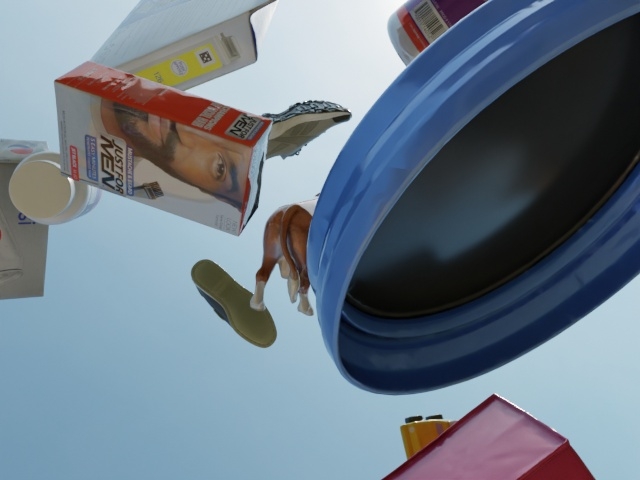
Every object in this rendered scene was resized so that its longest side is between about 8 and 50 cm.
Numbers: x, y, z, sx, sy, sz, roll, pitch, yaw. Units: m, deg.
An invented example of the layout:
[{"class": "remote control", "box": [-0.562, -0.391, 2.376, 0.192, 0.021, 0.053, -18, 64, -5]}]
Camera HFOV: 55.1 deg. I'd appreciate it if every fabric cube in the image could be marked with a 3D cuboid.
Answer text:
[{"class": "fabric cube", "box": [0.268, 0.422, 0.875, 0.259, 0.254, 0.258, -36, -86, -4]}]

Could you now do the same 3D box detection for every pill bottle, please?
[{"class": "pill bottle", "box": [-0.394, -0.079, 0.916, 0.108, 0.193, 0.108, -1, -83, -10]}, {"class": "pill bottle", "box": [0.271, -0.364, 0.926, 0.181, 0.323, 0.181, 41, -153, -27]}]

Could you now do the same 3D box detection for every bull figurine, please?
[{"class": "bull figurine", "box": [0.000, 0.000, 0.938, 0.310, 0.101, 0.188, -16, -59, -62]}]

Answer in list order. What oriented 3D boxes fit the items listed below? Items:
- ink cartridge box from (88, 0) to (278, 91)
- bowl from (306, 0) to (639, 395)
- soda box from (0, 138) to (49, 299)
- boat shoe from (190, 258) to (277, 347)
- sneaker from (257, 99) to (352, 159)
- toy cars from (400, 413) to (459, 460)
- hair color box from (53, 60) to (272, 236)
[{"class": "ink cartridge box", "box": [-0.131, -0.291, 0.787, 0.303, 0.307, 0.072, -82, -26, -50]}, {"class": "bowl", "box": [0.166, -0.026, 0.483, 0.391, 0.391, 0.077, -4, -135, -33]}, {"class": "soda box", "box": [-0.536, -0.032, 1.081, 0.098, 0.286, 0.091, -1, -145, -32]}, {"class": "boat shoe", "box": [-0.176, 0.132, 1.265, 0.081, 0.068, 0.228, -42, -97, -17]}, {"class": "sneaker", "box": [-0.054, -0.252, 1.414, 0.272, 0.100, 0.108, -20, -59, -13]}, {"class": "toy cars", "box": [0.279, 0.447, 1.160, 0.393, 0.087, 0.176, 55, -150, -22]}, {"class": "hair color box", "box": [-0.131, -0.076, 0.512, 0.167, 0.093, 0.053, 18, -142, 4]}]
